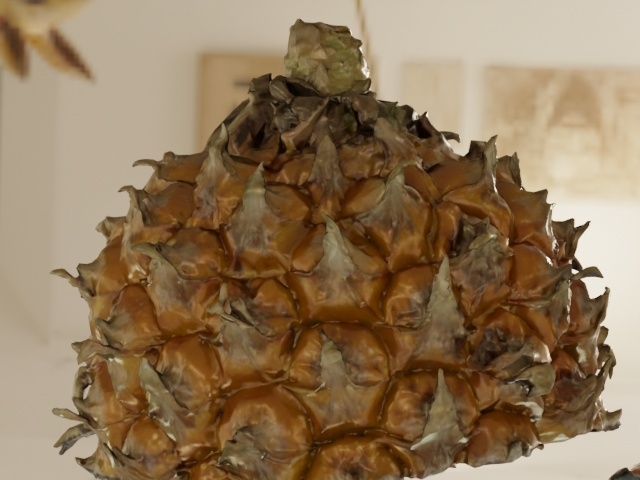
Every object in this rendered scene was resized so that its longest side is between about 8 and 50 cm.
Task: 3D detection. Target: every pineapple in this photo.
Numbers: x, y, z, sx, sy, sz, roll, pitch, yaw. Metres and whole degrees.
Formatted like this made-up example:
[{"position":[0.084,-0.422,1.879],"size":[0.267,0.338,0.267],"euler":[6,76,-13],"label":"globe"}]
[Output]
[{"position":[0.002,0.000,0.541],"size":[0.176,0.136,0.161],"euler":[-4,-179,-10],"label":"pineapple"}]

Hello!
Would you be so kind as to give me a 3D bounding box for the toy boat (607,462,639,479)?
[{"position":[0.181,0.142,0.808],"size":[0.173,0.069,0.059],"euler":[9,-133,46],"label":"toy boat"}]
